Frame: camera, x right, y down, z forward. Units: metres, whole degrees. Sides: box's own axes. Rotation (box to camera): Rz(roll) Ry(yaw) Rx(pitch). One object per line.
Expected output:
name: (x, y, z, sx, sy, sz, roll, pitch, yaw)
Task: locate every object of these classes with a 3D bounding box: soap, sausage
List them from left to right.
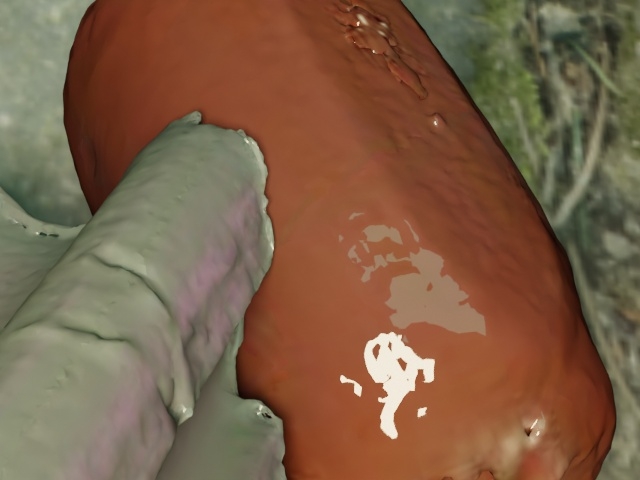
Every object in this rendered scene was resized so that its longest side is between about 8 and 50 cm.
soap: (-0.077, 0.141, 0.433, 0.159, 0.257, 0.302, -13, 25, 22)
sausage: (0.000, 0.000, 0.549, 0.152, 0.152, 0.279, -16, 63, -25)
